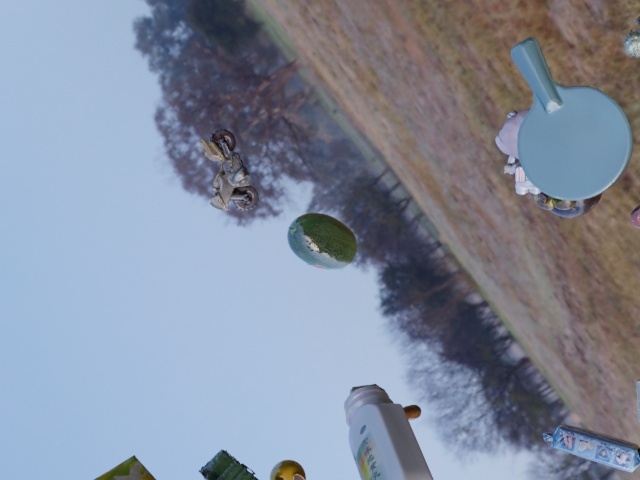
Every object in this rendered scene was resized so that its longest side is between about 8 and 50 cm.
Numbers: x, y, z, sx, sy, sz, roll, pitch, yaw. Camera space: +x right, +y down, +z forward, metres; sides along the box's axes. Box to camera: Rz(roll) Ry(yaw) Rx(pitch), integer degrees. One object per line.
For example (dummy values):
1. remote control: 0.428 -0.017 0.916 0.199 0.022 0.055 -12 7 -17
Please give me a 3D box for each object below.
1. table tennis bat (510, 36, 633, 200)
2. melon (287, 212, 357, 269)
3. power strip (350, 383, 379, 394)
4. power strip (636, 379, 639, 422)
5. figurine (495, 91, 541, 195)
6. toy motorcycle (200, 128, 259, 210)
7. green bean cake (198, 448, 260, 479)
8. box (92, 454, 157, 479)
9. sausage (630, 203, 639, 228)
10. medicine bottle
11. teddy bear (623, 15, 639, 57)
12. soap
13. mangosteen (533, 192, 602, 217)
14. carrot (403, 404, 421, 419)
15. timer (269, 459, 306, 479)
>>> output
1. table tennis bat: 0.330 -0.172 1.043 0.040 0.153 0.244 -1 -115 -59
2. melon: 0.000 0.000 2.546 0.288 0.182 0.182 27 -155 -37
3. power strip: 0.173 0.615 2.266 0.066 0.092 0.387 -49 -53 -74
4. power strip: 0.630 0.309 1.444 0.016 0.040 0.090 6 -98 -53
5. figurine: 0.440 -0.196 1.588 0.112 0.138 0.228 -57 -34 -50
6. toy motorcycle: -0.256 -0.176 1.993 0.094 0.130 0.229 -163 51 -83
7. green bean cake: -0.221 0.654 2.007 0.208 0.107 0.193 39 163 8
8. box: -0.382 0.537 1.341 0.194 0.111 0.260 38 -144 24
9. sausage: 0.843 -0.072 1.941 0.054 0.094 0.059 43 -153 -8
10. medicine bottle: 0.142 0.463 1.620 0.124 0.179 0.324 5 -148 -16
11. teddy bear: 0.647 -0.437 1.392 0.111 0.213 0.133 23 -139 22
12. soap: 0.827 0.620 2.264 0.293 0.077 0.156 13 177 28
13. mangosteen: 0.691 -0.150 2.127 0.217 0.192 0.192 -30 -96 -42
14. carrot: 0.243 0.512 2.220 0.191 0.047 0.047 11 -137 -55
15. timer: -0.094 0.684 2.166 0.107 0.107 0.109 54 177 -10
